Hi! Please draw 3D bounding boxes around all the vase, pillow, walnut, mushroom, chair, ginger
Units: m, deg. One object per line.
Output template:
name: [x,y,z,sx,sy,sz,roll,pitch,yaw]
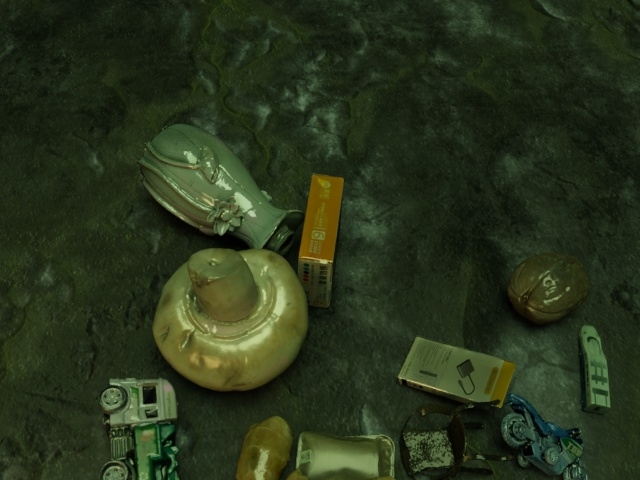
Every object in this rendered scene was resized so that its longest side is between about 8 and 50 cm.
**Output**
vase: [-0.254,-0.117,1.718,0.445,0.250,0.250,37,60,17]
pillow: [0.054,0.482,1.424,0.217,0.033,0.130,3,59,1]
walnut: [0.580,0.112,1.647,0.230,0.178,0.178,-23,59,-25]
mushroom: [-0.200,0.147,1.498,0.353,0.353,0.325,27,30,15]
chair: [0.283,0.436,1.410,0.213,0.149,0.174,-5,56,-2]
ginger: [-0.067,0.560,1.307,0.363,0.122,0.348,24,65,22]

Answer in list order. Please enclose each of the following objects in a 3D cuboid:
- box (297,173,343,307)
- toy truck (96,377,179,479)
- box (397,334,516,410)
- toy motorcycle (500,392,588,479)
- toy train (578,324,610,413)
box: [0.000,0.000,1.650,0.091,0.221,0.274,7,57,2]
toy truck: [-0.364,0.462,1.340,0.177,0.177,0.364,-6,55,-18]
box: [0.316,0.309,1.520,0.247,0.033,0.129,13,51,28]
toy motorcycle: [0.499,0.438,1.434,0.254,0.092,0.136,37,56,-8]
toy train: [0.662,0.299,1.582,0.052,0.051,0.234,13,55,0]
